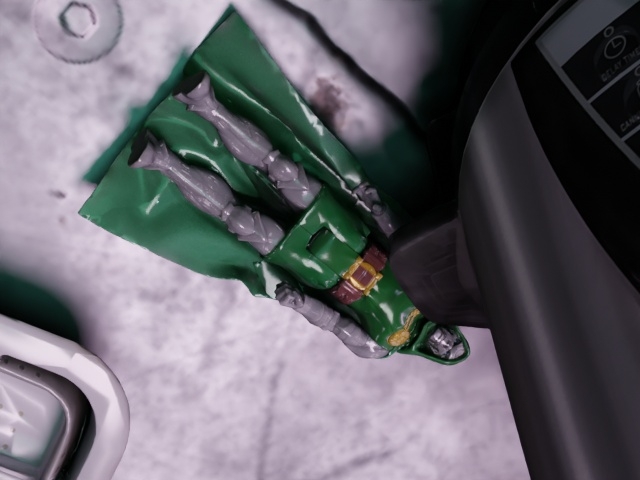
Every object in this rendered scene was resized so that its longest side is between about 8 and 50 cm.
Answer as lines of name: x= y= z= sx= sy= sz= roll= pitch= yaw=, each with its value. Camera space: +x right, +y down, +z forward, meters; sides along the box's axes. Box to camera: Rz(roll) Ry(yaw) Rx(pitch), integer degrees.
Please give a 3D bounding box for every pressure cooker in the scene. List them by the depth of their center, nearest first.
pressure cooker: x=0.247 y=0.002 z=0.596 sx=0.369 sy=0.420 sz=0.375 roll=7 pitch=139 yaw=-19

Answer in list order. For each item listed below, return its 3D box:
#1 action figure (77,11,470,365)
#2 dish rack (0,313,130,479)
action figure: x=0.000 y=0.000 z=0.725 sx=0.232 sy=0.063 sz=0.137 roll=38 pitch=93 yaw=-22
dish rack: x=-0.289 y=0.154 z=0.707 sx=0.285 sy=0.072 sz=0.333 roll=24 pitch=101 yaw=-17
